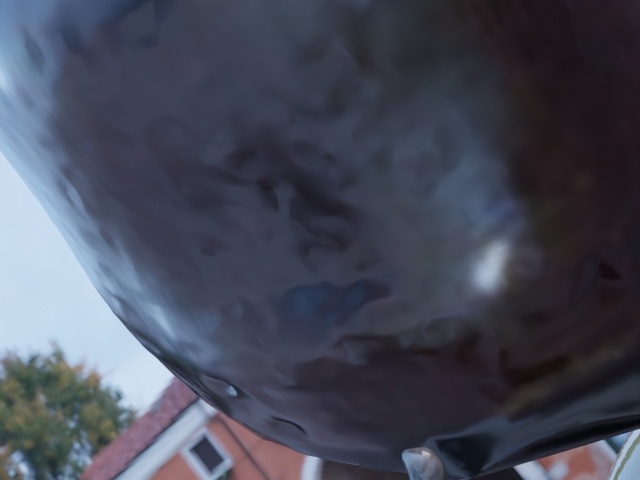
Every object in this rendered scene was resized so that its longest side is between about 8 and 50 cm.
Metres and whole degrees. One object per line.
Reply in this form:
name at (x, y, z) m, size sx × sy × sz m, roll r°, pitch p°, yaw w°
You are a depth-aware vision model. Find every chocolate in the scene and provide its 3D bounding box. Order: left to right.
chocolate at (0.015, -0.139, 0.536) m, size 0.384 × 0.384 × 0.331 m, roll -36°, pitch -52°, yaw -13°

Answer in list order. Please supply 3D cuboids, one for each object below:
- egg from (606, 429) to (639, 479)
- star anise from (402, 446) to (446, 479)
egg at (0.387, 0.206, 0.943) m, size 0.374 × 0.301 × 0.301 m, roll -21°, pitch -10°, yaw 14°
star anise at (-0.021, 0.216, 0.438) m, size 0.227 × 0.148 × 0.218 m, roll -65°, pitch -9°, yaw -47°
